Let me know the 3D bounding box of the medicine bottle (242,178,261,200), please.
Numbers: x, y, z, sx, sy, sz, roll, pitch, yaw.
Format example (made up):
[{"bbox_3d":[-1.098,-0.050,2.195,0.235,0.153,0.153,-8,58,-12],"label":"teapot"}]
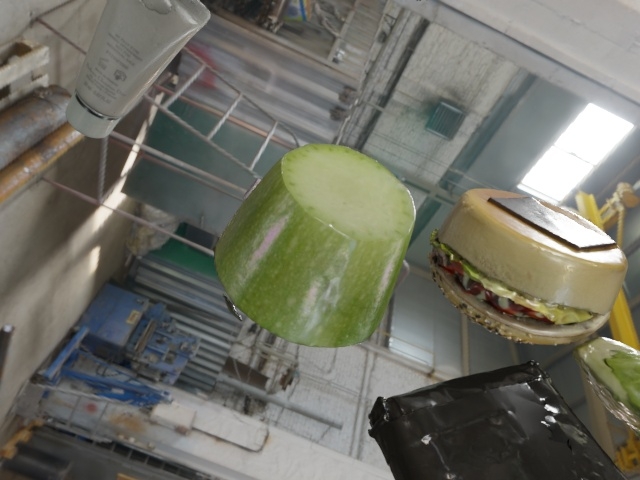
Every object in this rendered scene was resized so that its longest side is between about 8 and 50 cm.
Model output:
[{"bbox_3d":[-0.096,-0.069,1.269,0.122,0.212,0.122,-47,-164,18],"label":"medicine bottle"}]

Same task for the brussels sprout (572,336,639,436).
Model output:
[{"bbox_3d":[0.423,0.200,0.650,0.100,0.181,0.139,-36,171,18],"label":"brussels sprout"}]

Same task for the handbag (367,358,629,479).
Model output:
[{"bbox_3d":[0.191,0.223,0.471,0.223,0.247,0.080,62,-39,38],"label":"handbag"}]

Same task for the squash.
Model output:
[{"bbox_3d":[0.000,0.000,0.427,0.170,0.170,0.123,-74,-171,-50],"label":"squash"}]

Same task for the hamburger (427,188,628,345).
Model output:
[{"bbox_3d":[0.311,0.038,0.776,0.300,0.300,0.176,-80,-176,-65],"label":"hamburger"}]

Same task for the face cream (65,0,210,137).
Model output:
[{"bbox_3d":[-0.314,-0.292,0.790,0.314,0.143,0.089,-39,-160,34],"label":"face cream"}]
